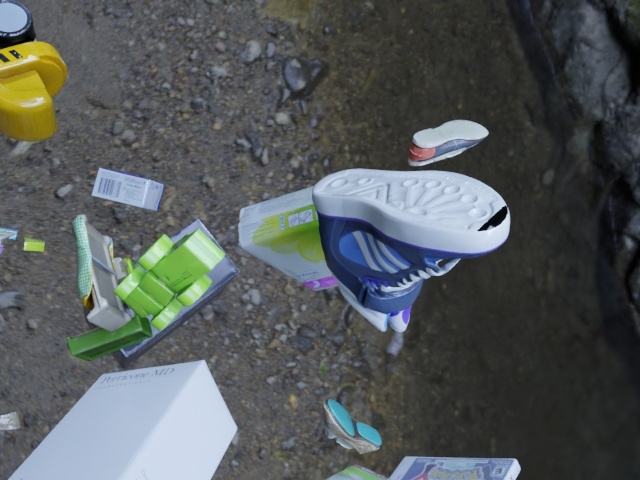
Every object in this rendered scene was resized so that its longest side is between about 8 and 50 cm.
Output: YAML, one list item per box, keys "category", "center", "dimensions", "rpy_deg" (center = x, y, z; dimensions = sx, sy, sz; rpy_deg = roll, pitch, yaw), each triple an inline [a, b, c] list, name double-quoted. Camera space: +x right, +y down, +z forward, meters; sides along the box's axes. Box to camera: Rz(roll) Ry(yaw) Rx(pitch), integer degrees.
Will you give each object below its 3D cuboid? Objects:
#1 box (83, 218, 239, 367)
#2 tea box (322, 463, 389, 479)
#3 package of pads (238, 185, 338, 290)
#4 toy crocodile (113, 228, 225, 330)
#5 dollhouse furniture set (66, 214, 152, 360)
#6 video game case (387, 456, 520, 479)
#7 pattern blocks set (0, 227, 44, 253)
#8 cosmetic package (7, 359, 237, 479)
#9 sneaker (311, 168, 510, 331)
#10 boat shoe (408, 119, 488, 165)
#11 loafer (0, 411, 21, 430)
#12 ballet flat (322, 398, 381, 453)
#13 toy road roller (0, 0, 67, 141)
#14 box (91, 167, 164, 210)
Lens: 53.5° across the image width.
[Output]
- category: "box"
  center: [-0.419, 0.146, 1.646]
  dimensions: [0.343, 0.312, 0.179]
  rpy_deg: [-38, 88, -25]
- category: "tea box"
  center: [0.122, 0.611, 1.192]
  dimensions: [0.323, 0.329, 0.220]
  rpy_deg: [20, 87, -65]
- category: "package of pads"
  center: [0.000, 0.000, 1.302]
  dimensions: [0.296, 0.229, 0.101]
  rpy_deg: [35, 48, -49]
- category: "toy crocodile"
  center: [-0.264, 0.062, 1.102]
  dimensions: [0.115, 0.340, 0.105]
  rpy_deg: [42, 49, -10]
- category: "dollhouse furniture set"
  center: [-0.467, 0.103, 1.261]
  dimensions: [0.151, 0.301, 0.198]
  rpy_deg: [-19, 72, -5]
- category: "video game case"
  center: [0.159, 0.372, 0.902]
  dimensions: [0.183, 0.201, 0.023]
  rpy_deg: [-34, 103, -46]
- category: "pattern blocks set"
  center: [-0.706, -0.014, 1.275]
  dimensions: [0.285, 0.325, 0.026]
  rpy_deg: [10, 92, -32]
- category: "cosmetic package"
  center: [-0.325, 0.383, 0.938]
  dimensions: [0.453, 0.230, 0.162]
  rpy_deg: [-60, 134, -61]
- category: "sneaker"
  center: [0.129, 0.034, 0.873]
  dimensions: [0.130, 0.322, 0.236]
  rpy_deg: [-36, 123, -30]
- category: "boat shoe"
  center: [0.183, -0.139, 0.913]
  dimensions: [0.137, 0.049, 0.043]
  rpy_deg: [-18, 138, -29]
- category: "loafer"
  center: [-0.822, 0.449, 1.577]
  dimensions: [0.148, 0.056, 0.050]
  rpy_deg: [6, 71, -24]
- category: "ballet flat"
  center: [0.050, 0.398, 1.324]
  dimensions: [0.067, 0.073, 0.206]
  rpy_deg: [-34, 126, 16]
- category: "toy road roller"
  center: [-0.678, -0.308, 1.280]
  dimensions: [0.329, 0.202, 0.241]
  rpy_deg: [-27, 78, -25]
- category: "box"
  center: [-0.461, -0.122, 1.536]
  dimensions: [0.126, 0.137, 0.072]
  rpy_deg: [14, 89, 1]
